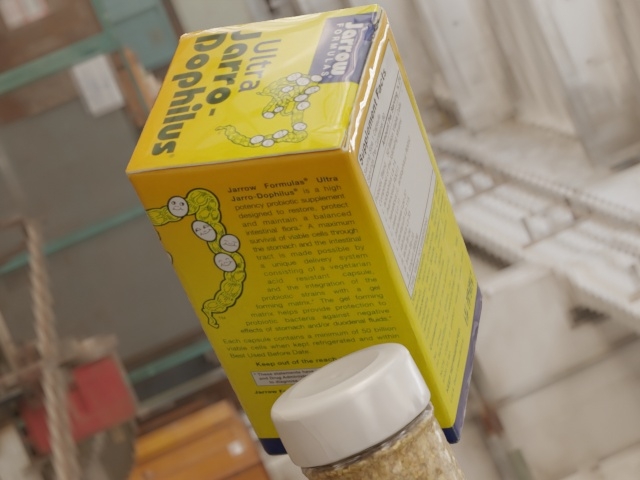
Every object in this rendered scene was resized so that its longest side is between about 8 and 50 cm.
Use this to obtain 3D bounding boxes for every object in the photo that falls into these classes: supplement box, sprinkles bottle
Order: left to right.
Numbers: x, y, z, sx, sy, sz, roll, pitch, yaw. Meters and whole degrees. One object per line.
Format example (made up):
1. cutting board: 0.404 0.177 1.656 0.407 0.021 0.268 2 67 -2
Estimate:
1. supplement box: 0.000 0.000 1.514 0.194 0.195 0.356 -75 152 -45
2. sprinkles bottle: 0.090 0.260 1.359 0.355 0.121 0.121 63 -6 -8
